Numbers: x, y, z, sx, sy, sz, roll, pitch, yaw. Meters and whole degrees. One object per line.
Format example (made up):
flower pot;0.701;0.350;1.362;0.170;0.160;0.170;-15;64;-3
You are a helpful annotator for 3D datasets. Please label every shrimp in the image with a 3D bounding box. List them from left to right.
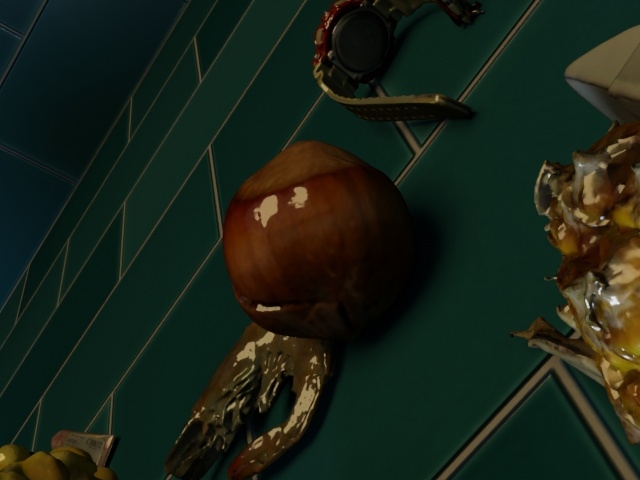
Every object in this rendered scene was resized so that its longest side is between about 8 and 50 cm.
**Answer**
shrimp;-0.063;0.169;0.838;0.253;0.058;0.173;-56;34;8

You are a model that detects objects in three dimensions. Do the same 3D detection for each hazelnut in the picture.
hazelnut;0.000;0.000;0.764;0.182;0.182;0.182;-44;30;34

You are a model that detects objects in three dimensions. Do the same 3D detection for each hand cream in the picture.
hand cream;-0.368;0.323;1.284;0.209;0.043;0.067;-9;56;54

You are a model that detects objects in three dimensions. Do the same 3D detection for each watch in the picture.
watch;0.090;-0.206;0.890;0.268;0.102;0.165;18;79;57

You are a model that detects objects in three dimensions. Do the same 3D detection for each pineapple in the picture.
pineapple;0.170;0.035;0.392;0.158;0.161;0.334;-60;27;10

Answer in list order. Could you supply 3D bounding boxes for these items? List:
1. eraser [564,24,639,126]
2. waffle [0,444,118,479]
eraser;0.251;-0.055;0.406;0.061;0.089;0.352;-55;24;6
waffle;-0.151;0.263;0.465;0.329;0.062;0.330;-9;-90;-88
